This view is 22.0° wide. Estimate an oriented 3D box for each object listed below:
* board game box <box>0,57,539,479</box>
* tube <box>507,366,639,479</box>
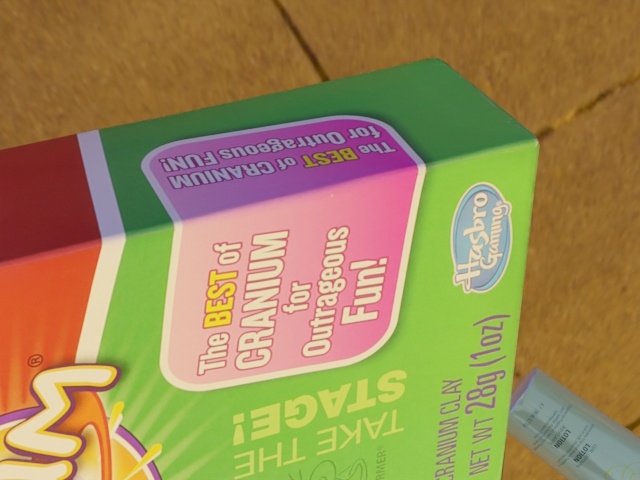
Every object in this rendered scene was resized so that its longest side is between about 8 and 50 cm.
[{"bbox_3d":[-0.090,0.089,0.516,0.316,0.242,0.064,-14,35,-23],"label":"board game box"},{"bbox_3d":[0.262,0.201,1.402,0.240,0.070,0.062,37,55,0],"label":"tube"}]
